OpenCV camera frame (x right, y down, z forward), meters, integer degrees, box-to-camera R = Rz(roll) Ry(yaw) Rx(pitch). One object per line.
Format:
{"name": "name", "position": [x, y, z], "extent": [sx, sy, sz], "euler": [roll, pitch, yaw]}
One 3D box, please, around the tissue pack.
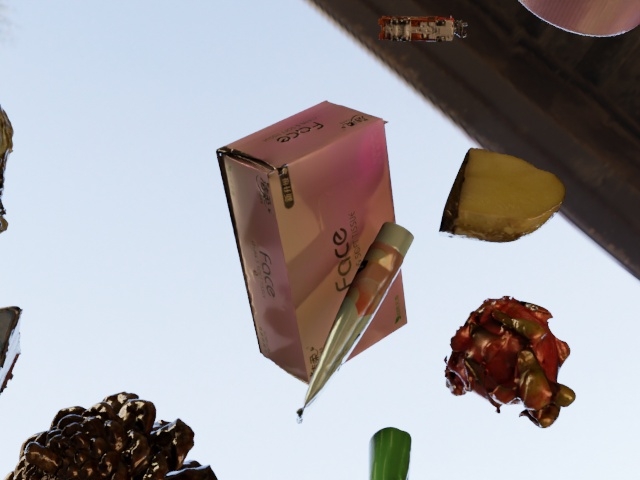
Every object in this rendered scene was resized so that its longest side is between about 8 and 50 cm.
{"name": "tissue pack", "position": [0.000, 0.000, 0.997], "extent": [0.092, 0.148, 0.246], "euler": [24, -46, 45]}

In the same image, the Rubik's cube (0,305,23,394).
{"name": "Rubik's cube", "position": [-0.429, 0.152, 1.050], "extent": [0.178, 0.190, 0.211], "euler": [17, -27, -9]}

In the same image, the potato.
{"name": "potato", "position": [0.172, -0.029, 0.935], "extent": [0.103, 0.096, 0.066], "euler": [17, -40, 15]}

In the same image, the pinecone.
{"name": "pinecone", "position": [-0.218, 0.310, 1.105], "extent": [0.244, 0.244, 0.309], "euler": [12, -41, 37]}

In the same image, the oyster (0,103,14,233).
{"name": "oyster", "position": [-0.306, -0.075, 0.882], "extent": [0.177, 0.064, 0.125], "euler": [42, -57, 54]}

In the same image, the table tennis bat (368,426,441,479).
{"name": "table tennis bat", "position": [0.050, 0.224, 0.769], "extent": [0.160, 0.257, 0.039], "euler": [-35, -76, 17]}

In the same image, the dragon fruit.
{"name": "dragon fruit", "position": [0.210, 0.134, 1.090], "extent": [0.208, 0.150, 0.133], "euler": [40, -65, 64]}

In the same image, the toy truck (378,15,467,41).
{"name": "toy truck", "position": [0.098, -0.204, 0.953], "extent": [0.083, 0.032, 0.024], "euler": [4, -66, 13]}

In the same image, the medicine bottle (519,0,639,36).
{"name": "medicine bottle", "position": [0.378, -0.441, 1.229], "extent": [0.256, 0.256, 0.325], "euler": [39, -31, 15]}

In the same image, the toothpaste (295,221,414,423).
{"name": "toothpaste", "position": [0.028, 0.076, 0.924], "extent": [0.036, 0.205, 0.056], "euler": [26, -18, 9]}
